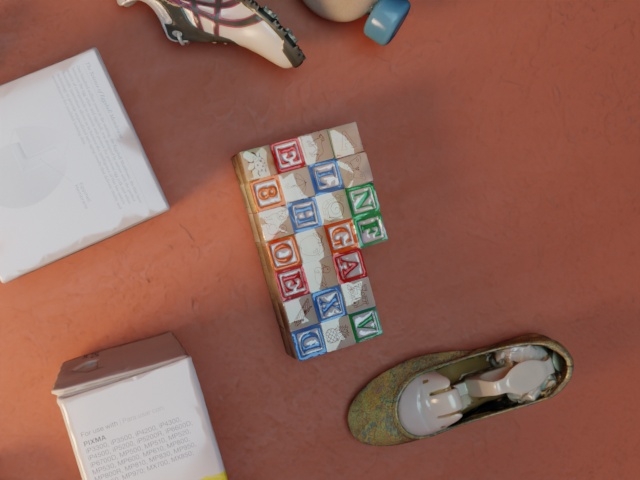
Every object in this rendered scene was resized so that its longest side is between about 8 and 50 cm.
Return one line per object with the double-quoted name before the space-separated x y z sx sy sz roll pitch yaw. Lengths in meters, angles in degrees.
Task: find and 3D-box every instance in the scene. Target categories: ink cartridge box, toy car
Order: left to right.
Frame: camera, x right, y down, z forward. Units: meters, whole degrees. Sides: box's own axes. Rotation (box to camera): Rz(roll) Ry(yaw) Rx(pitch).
"ink cartridge box" -0.195 0.326 1.112 0.160 0.279 0.385 -17 94 -14
"toy car" 0.074 -0.441 1.250 0.219 0.210 0.238 34 54 2

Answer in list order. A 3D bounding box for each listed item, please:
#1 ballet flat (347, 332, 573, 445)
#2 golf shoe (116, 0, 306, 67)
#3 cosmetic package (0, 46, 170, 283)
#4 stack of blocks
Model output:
"ballet flat" 0.211 0.216 1.295 0.348 0.123 0.123 -15 94 -13
"golf shoe" -0.147 -0.306 1.226 0.272 0.105 0.120 35 98 -5
"cosmetic package" -0.344 -0.094 1.147 0.224 0.138 0.224 -25 96 -11
"stack of blocks" 0.000 0.000 1.256 0.171 0.087 0.297 -16 94 -13
